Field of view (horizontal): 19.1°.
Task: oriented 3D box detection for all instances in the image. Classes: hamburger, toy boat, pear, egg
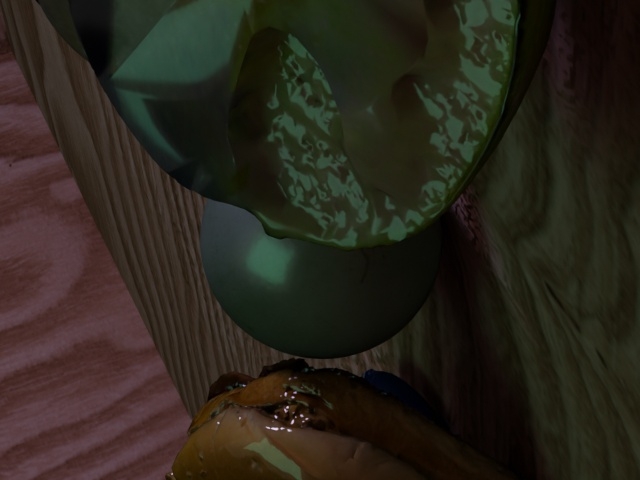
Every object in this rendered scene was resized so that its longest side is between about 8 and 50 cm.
[{"bbox_3d":[0.016,0.229,1.686,0.284,0.174,0.304,39,148,-13],"label":"hamburger"},{"bbox_3d":[0.107,0.262,1.905,0.210,0.070,0.292,-130,19,-69],"label":"toy boat"},{"bbox_3d":[0.013,-0.201,1.183,0.399,0.165,0.399,23,128,33],"label":"pear"},{"bbox_3d":[0.000,0.000,1.631,0.203,0.203,0.282,71,163,-4],"label":"egg"}]

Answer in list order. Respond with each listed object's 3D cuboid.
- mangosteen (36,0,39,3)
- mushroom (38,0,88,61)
[{"bbox_3d":[-0.150,-0.293,1.800,0.302,0.275,0.275,39,-179,-25],"label":"mangosteen"},{"bbox_3d":[-0.081,-0.257,1.456,0.290,0.297,0.297,-85,-14,-57],"label":"mushroom"}]
